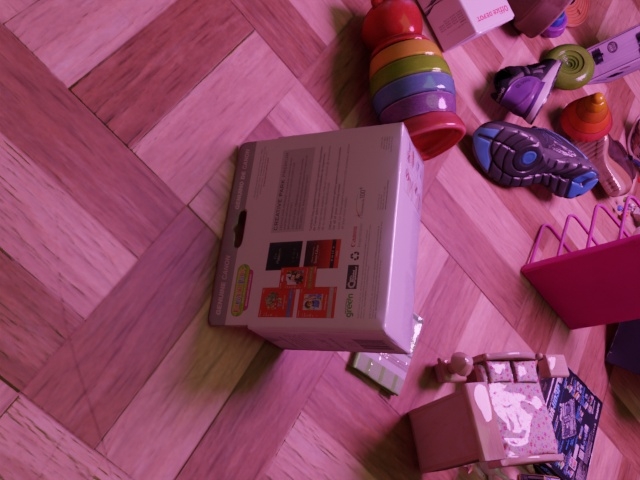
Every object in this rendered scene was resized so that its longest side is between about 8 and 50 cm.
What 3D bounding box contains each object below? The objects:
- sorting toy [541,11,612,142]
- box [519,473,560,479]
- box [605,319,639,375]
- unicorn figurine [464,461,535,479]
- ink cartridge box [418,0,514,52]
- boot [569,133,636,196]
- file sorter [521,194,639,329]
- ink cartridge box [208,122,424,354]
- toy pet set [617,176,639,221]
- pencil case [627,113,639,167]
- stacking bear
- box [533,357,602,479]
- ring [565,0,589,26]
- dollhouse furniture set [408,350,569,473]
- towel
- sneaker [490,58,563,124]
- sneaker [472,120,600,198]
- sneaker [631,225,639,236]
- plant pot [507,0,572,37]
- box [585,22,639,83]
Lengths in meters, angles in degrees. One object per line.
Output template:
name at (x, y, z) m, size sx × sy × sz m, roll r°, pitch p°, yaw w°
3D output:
sorting toy at (0.616, -0.425, 1.550) m, size 0.127 × 0.126 × 0.365 m, roll -13°, pitch 73°, yaw 5°
box at (0.408, 0.525, 1.197) m, size 0.054 × 0.059 × 0.169 m, roll 20°, pitch 66°, yaw -34°
box at (0.888, 0.197, 1.513) m, size 0.343 × 0.179 × 0.312 m, roll 17°, pitch 94°, yaw -33°
unicorn figurine at (0.326, 0.403, 1.170) m, size 0.162 × 0.060 × 0.111 m, roll -42°, pitch 94°, yaw -31°
ink cartridge box at (0.291, -0.547, 1.385) m, size 0.172 × 0.100 × 0.237 m, roll -34°, pitch 97°, yaw -39°
boot at (0.735, -0.236, 1.669) m, size 0.207 × 0.090 × 0.248 m, roll -31°, pitch 95°, yaw -51°
file sorter at (0.621, 0.035, 1.356) m, size 0.202 × 0.290 × 0.182 m, roll 45°, pitch 52°, yaw -19°
ink cartridge box at (0.000, 0.000, 0.958) m, size 0.130 × 0.272 × 0.309 m, roll 45°, pitch 49°, yaw -58°
toy pet set at (0.851, -0.085, 1.689) m, size 0.122 × 0.065 × 0.114 m, roll -49°, pitch 127°, yaw -15°
pencil case at (1.052, -0.245, 1.845) m, size 0.410 × 0.160 × 0.183 m, roll 9°, pitch 60°, yaw -36°
stacking bear at (0.154, -0.309, 1.185) m, size 0.175 × 0.164 × 0.289 m, roll -4°, pitch 75°, yaw -38°
box at (0.487, 0.375, 1.306) m, size 0.175 × 0.051 × 0.220 m, roll 43°, pitch 56°, yaw -20°
ring at (0.619, -0.730, 1.735) m, size 0.336 × 0.032 × 0.337 m, roll 12°, pitch 69°, yaw -35°
dollhouse furniture set at (0.353, 0.324, 1.079) m, size 0.355 × 0.174 × 0.303 m, roll 3°, pitch 64°, yaw -24°
towel at (0.113, 0.173, 1.099) m, size 0.113 × 0.023 × 0.152 m, roll 37°, pitch 60°, yaw -22°
sneaker at (0.467, -0.372, 1.470) m, size 0.124 × 0.107 × 0.283 m, roll 29°, pitch 37°, yaw 8°
sneaker at (0.456, -0.192, 1.425) m, size 0.341 × 0.125 × 0.140 m, roll 16°, pitch 39°, yaw -29°
sneaker at (0.925, 0.033, 1.698) m, size 0.350 × 0.131 × 0.148 m, roll 41°, pitch 55°, yaw -32°
plant pot at (0.480, -0.641, 1.489) m, size 0.229 × 0.263 × 0.263 m, roll 32°, pitch 59°, yaw -7°
box at (0.836, -0.505, 1.671) m, size 0.169 × 0.290 × 0.087 m, roll -15°, pitch 86°, yaw -40°
